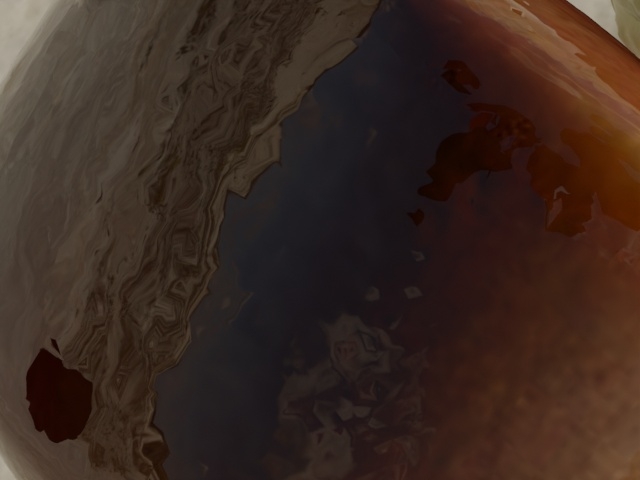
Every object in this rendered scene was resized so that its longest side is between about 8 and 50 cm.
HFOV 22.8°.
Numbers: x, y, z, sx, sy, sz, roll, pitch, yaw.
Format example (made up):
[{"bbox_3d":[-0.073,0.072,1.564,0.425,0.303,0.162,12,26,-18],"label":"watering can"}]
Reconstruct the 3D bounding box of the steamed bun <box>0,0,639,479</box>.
[{"bbox_3d":[0.000,0.000,0.561,0.248,0.379,0.235,34,100,-31],"label":"steamed bun"}]

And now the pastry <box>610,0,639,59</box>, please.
[{"bbox_3d":[0.326,-0.246,0.925,0.388,0.388,0.312,23,28,-29],"label":"pastry"}]
